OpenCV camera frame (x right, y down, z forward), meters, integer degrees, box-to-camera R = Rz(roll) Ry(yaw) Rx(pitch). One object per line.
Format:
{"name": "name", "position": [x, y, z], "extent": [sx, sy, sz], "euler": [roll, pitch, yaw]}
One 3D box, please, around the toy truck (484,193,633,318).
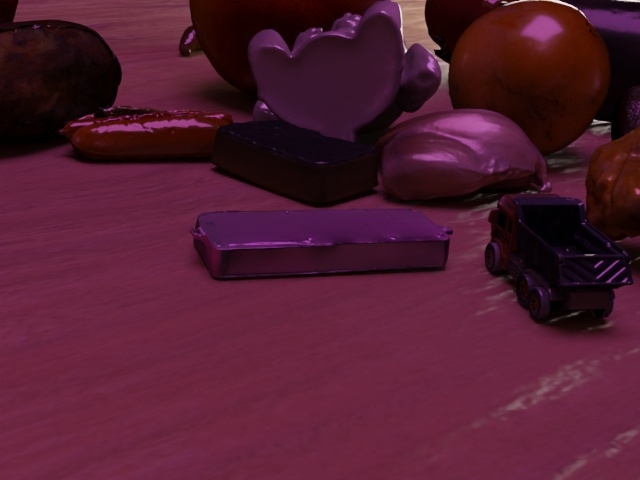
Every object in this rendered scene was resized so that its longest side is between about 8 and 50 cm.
{"name": "toy truck", "position": [0.235, 0.013, 1.193], "extent": [0.083, 0.092, 0.192], "euler": [-1, 21, -14]}

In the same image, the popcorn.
{"name": "popcorn", "position": [0.450, -0.058, 1.279], "extent": [0.332, 0.225, 0.265], "euler": [5, 21, 37]}

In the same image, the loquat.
{"name": "loquat", "position": [0.295, -0.231, 1.679], "extent": [0.235, 0.235, 0.235], "euler": [5, 20, -2]}

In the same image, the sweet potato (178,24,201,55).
{"name": "sweet potato", "position": [-0.191, -0.392, 2.248], "extent": [0.078, 0.058, 0.255], "euler": [35, 29, 25]}

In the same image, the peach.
{"name": "peach", "position": [-0.052, -0.359, 1.869], "extent": [0.308, 0.307, 0.332], "euler": [11, 31, 16]}

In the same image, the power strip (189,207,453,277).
{"name": "power strip", "position": [0.000, 0.000, 1.250], "extent": [0.279, 0.037, 0.109], "euler": [-2, 21, -18]}

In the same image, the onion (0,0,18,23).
{"name": "onion", "position": [-0.641, -0.427, 1.889], "extent": [0.341, 0.341, 0.341], "euler": [5, 20, -2]}

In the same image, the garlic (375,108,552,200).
{"name": "garlic", "position": [0.184, -0.121, 1.532], "extent": [0.228, 0.110, 0.217], "euler": [2, 17, -6]}

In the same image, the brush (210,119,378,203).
{"name": "brush", "position": [-0.032, -0.105, 1.494], "extent": [0.197, 0.059, 0.123], "euler": [21, 24, 36]}

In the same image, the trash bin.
{"name": "trash bin", "position": [0.484, -0.288, 1.919], "extent": [0.302, 0.203, 0.252], "euler": [11, -19, 19]}

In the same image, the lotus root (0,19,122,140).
{"name": "lotus root", "position": [-0.390, -0.210, 1.561], "extent": [0.152, 0.160, 0.275], "euler": [-9, 5, 43]}

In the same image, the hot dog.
{"name": "hot dog", "position": [-0.224, -0.141, 1.546], "extent": [0.236, 0.062, 0.092], "euler": [-4, 25, -21]}

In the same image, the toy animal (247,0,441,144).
{"name": "toy animal", "position": [0.042, -0.223, 1.679], "extent": [0.272, 0.206, 0.265], "euler": [-14, 4, 13]}

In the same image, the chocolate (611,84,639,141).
{"name": "chocolate", "position": [0.458, -0.159, 1.701], "extent": [0.080, 0.125, 0.148], "euler": [-7, 21, 15]}

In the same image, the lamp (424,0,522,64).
{"name": "lamp", "position": [0.301, -0.401, 2.147], "extent": [0.227, 0.227, 0.227], "euler": [5, 20, -2]}
